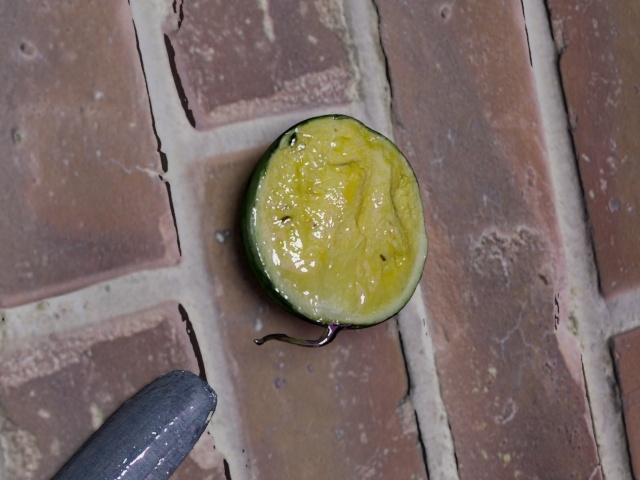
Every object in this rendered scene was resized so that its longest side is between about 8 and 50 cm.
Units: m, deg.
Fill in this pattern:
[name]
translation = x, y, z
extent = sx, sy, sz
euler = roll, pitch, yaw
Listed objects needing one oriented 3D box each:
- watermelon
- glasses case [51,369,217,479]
[watermelon]
translation = 0.002, -0.007, 1.348
extent = 0.204, 0.127, 0.232
euler = 2, 85, -31
[glasses case]
translation = -0.204, 0.230, 1.227
extent = 0.282, 0.109, 0.067
euler = -47, 115, -24
